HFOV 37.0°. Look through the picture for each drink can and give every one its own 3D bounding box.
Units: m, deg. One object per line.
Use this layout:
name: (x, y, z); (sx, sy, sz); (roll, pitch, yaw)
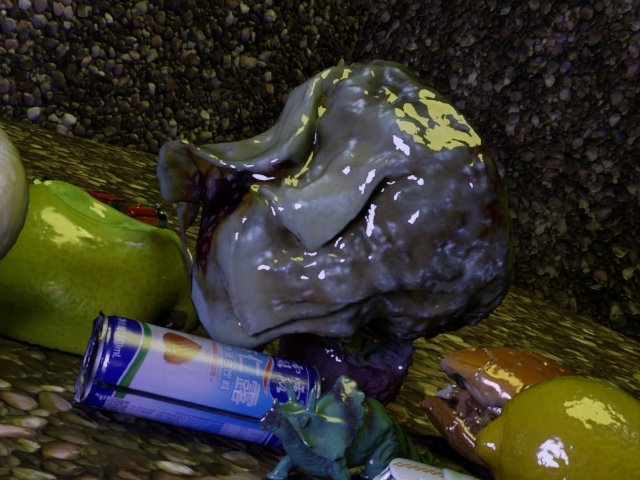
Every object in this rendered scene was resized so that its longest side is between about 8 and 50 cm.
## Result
drink can: (-0.124, 0.146, 0.975); (0.235, 0.097, 0.097); (16, 9, -18)

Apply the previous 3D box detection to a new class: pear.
pear: (-0.263, 0.038, 1.165); (0.292, 0.159, 0.292); (22, 7, -3)

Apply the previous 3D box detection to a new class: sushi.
sushi: (0.016, 0.136, 1.273); (0.161, 0.108, 0.241); (10, 24, -24)

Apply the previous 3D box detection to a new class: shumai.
shumai: (0.000, 0.000, 1.103); (0.348, 0.395, 0.395); (-28, 33, -24)

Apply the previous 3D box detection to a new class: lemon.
lemon: (0.289, 0.240, 1.028); (0.248, 0.184, 0.184); (19, 8, 3)

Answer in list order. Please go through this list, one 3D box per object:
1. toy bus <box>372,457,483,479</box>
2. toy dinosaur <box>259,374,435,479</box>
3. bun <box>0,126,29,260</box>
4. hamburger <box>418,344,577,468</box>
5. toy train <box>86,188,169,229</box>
toy bus: (0.127, 0.256, 0.849); (0.193, 0.089, 0.087); (18, 8, 1)
toy dinosaur: (0.039, 0.221, 0.962); (0.079, 0.120, 0.292); (12, -23, 44)
bun: (-0.451, -0.022, 0.854); (0.365, 0.219, 0.365); (15, 23, -7)
hamburger: (0.279, 0.227, 1.212); (0.282, 0.144, 0.156); (17, 8, -29)
toy train: (-0.311, -0.017, 1.537); (0.074, 0.118, 0.176); (28, 13, 32)
